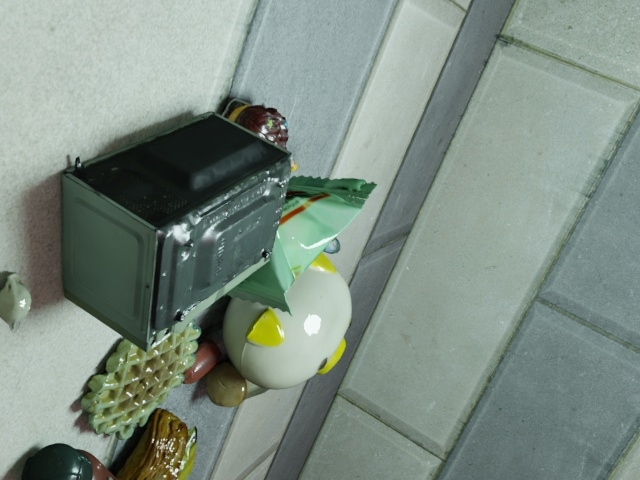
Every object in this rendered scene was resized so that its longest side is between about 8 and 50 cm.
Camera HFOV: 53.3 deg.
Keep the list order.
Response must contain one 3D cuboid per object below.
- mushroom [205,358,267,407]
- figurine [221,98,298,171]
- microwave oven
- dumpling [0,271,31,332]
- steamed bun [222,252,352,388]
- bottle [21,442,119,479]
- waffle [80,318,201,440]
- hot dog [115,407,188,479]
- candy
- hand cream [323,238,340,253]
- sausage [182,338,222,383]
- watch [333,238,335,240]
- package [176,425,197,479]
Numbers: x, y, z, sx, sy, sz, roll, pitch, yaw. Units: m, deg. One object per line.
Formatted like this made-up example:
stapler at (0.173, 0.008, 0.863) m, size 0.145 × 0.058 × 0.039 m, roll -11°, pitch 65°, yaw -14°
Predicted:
mushroom at (-0.208, 0.393, 1.890) m, size 0.154 × 0.137 × 0.407 m, roll -50°, pitch 169°, yaw 5°
figurine at (-0.119, -0.192, 1.296) m, size 0.175 × 0.115 × 0.240 m, roll -58°, pitch 162°, yaw -8°
microwave oven at (-0.227, -0.026, 1.091) m, size 0.355 × 0.218 × 0.287 m, roll -38°, pitch 152°, yaw -50°
dumpling at (-0.446, 0.090, 0.938) m, size 0.052 × 0.076 × 0.057 m, roll -29°, pitch -173°, yaw 11°
steamed bun at (-0.084, 0.203, 1.661) m, size 0.374 × 0.333 × 0.334 m, roll -55°, pitch 161°, yaw -32°
bottle at (-0.493, 0.512, 1.291) m, size 0.144 × 0.143 × 0.336 m, roll -51°, pitch 157°, yaw -28°
waffle at (-0.380, 0.290, 1.388) m, size 0.309 × 0.056 × 0.292 m, roll -53°, pitch 159°, yaw -21°
hot dog at (-0.414, 0.550, 1.560) m, size 0.259 × 0.114 × 0.175 m, roll -61°, pitch 166°, yaw -16°
candy at (-0.074, -0.025, 1.429) m, size 0.398 × 0.262 × 0.172 m, roll -47°, pitch 144°, yaw -36°
hand cream at (0.000, 0.000, 2.007) m, size 0.088 × 0.055 × 0.256 m, roll -55°, pitch 155°, yaw 3°
sausage at (-0.304, 0.302, 1.592) m, size 0.141 × 0.076 × 0.076 m, roll -38°, pitch 151°, yaw -48°
watch at (-0.023, 0.000, 1.845) m, size 0.164 × 0.102 × 0.268 m, roll -37°, pitch 156°, yaw -4°
package at (-0.414, 0.628, 1.740) m, size 0.226 × 0.090 × 0.168 m, roll -43°, pitch 151°, yaw -50°
